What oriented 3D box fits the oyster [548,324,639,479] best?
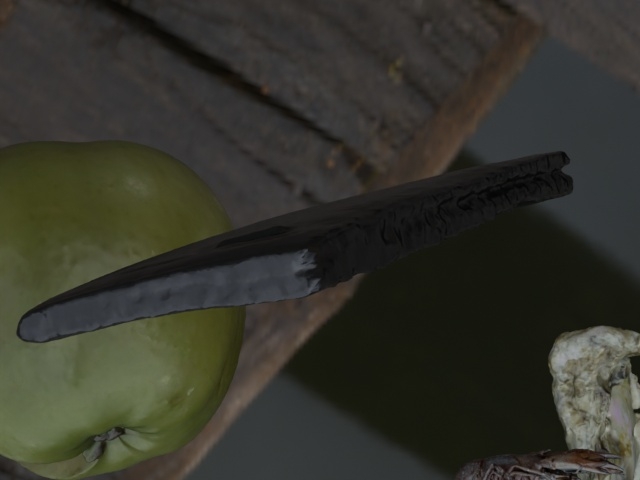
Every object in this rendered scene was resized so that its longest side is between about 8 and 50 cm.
[{"bbox_3d":[0.168,0.148,1.177,0.061,0.106,0.199,7,93,18],"label":"oyster"}]

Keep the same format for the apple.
[{"bbox_3d":[-0.199,0.056,1.571,0.292,0.254,0.292,-15,160,-6],"label":"apple"}]

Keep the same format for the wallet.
[{"bbox_3d":[0.000,-0.001,0.726,0.124,0.244,0.025,-14,93,28],"label":"wallet"}]

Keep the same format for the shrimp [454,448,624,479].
[{"bbox_3d":[0.118,0.126,1.036,0.092,0.038,0.029,-12,84,2],"label":"shrimp"}]
